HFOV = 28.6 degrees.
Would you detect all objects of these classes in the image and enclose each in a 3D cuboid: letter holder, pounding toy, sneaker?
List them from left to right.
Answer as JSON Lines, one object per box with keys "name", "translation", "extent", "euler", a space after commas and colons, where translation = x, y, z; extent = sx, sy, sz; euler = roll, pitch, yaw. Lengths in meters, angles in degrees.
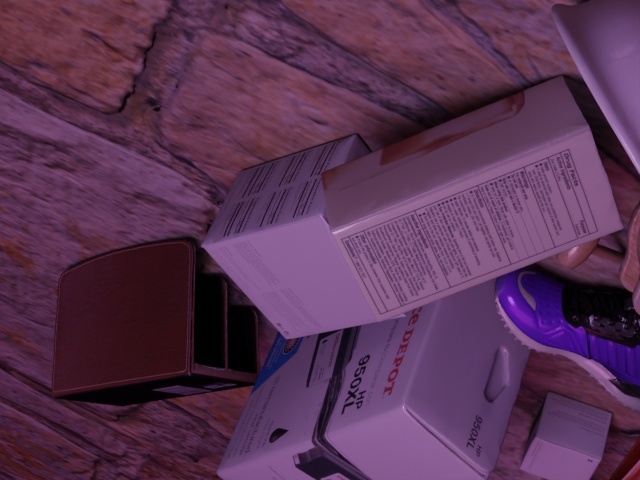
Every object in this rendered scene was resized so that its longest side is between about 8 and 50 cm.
{"name": "letter holder", "translation": [-0.255, 0.127, 1.923], "extent": [0.302, 0.214, 0.152], "euler": [-14, 161, 37]}
{"name": "sneaker", "translation": [0.365, 0.100, 1.602], "extent": [0.293, 0.102, 0.146], "euler": [31, 138, -17]}
{"name": "pounding toy", "translation": [0.426, 0.005, 1.474], "extent": [0.270, 0.155, 0.154], "euler": [21, 114, -12]}

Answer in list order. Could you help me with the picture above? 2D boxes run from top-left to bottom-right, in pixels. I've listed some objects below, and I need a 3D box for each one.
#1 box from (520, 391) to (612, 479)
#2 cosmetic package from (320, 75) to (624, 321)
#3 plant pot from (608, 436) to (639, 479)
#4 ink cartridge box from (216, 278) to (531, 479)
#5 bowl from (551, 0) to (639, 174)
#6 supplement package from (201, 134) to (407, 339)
{"name": "box", "translation": [0.358, 0.294, 1.831], "extent": [0.102, 0.087, 0.101], "euler": [19, 142, 6]}
{"name": "cosmetic package", "translation": [0.165, -0.046, 1.401], "extent": [0.296, 0.129, 0.153], "euler": [-20, 125, 9]}
{"name": "plant pot", "translation": [0.533, 0.297, 1.538], "extent": [0.265, 0.272, 0.272], "euler": [38, 144, 12]}
{"name": "ink cartridge box", "translation": [0.075, 0.208, 1.715], "extent": [0.166, 0.285, 0.395], "euler": [41, 138, -21]}
{"name": "bowl", "translation": [0.354, -0.135, 1.214], "extent": [0.134, 0.298, 0.298], "euler": [-31, 120, 18]}
{"name": "supplement package", "translation": [0.000, 0.000, 1.618], "extent": [0.203, 0.149, 0.194], "euler": [-14, 129, 38]}
